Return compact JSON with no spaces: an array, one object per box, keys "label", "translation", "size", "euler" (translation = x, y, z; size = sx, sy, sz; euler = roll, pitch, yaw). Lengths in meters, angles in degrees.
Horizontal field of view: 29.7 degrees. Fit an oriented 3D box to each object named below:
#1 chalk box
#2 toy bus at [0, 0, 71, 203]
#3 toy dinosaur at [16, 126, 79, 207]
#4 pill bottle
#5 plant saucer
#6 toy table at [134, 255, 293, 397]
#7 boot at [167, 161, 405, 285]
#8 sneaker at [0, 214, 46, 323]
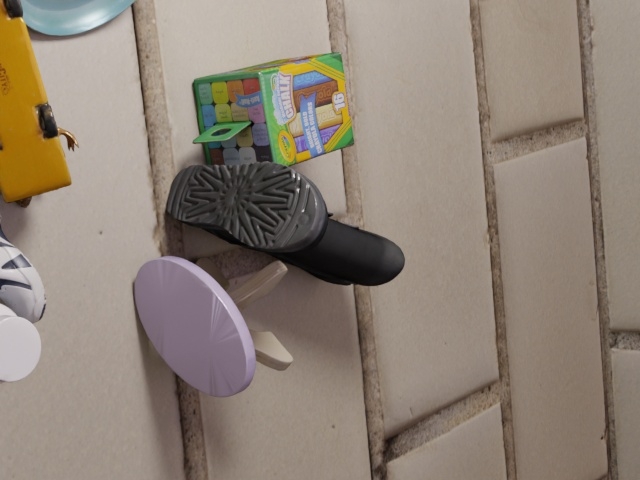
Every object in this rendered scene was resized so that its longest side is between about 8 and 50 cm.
[{"label":"chalk box","translation":[-0.104,-0.226,2.182],"size":[0.289,0.180,0.179],"euler":[-21,107,-47]},{"label":"toy bus","translation":[-0.465,-0.228,1.792],"size":[0.108,0.130,0.333],"euler":[-17,100,-11]},{"label":"toy dinosaur","translation":[-0.444,-0.157,1.895],"size":[0.112,0.064,0.211],"euler":[-5,95,-46]},{"label":"pill bottle","translation":[-0.501,0.145,1.725],"size":[0.124,0.221,0.124],"euler":[-2,92,-47]},{"label":"plant saucer","translation":[-0.362,-0.463,1.879],"size":[0.317,0.044,0.317],"euler":[-36,154,-20]},{"label":"toy table","translation":[-0.176,0.134,2.089],"size":[0.161,0.252,0.274],"euler":[-14,70,-56]},{"label":"boot","translation":[-0.001,-0.001,2.175],"size":[0.445,0.367,0.146],"euler":[28,82,-45]},{"label":"sneaker","translation":[-0.519,0.050,1.798],"size":[0.153,0.094,0.235],"euler":[-40,119,-38]}]
